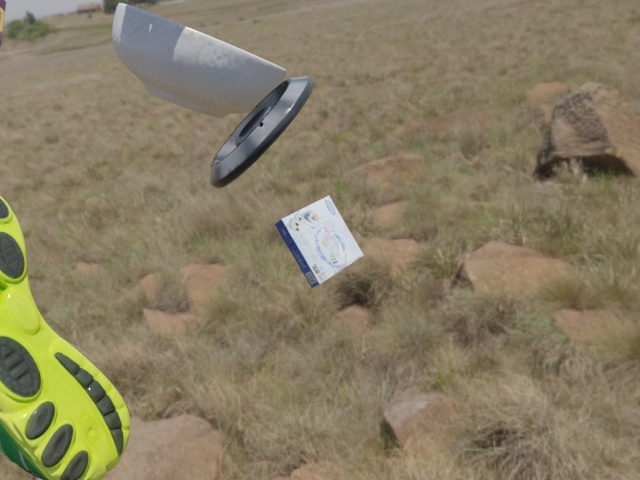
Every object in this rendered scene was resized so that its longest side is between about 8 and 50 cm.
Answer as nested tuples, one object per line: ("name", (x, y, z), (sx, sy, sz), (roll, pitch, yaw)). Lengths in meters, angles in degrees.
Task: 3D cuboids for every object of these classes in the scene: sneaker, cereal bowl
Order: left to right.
("sneaker", (-0.272, 0.075, 0.475), (0.124, 0.295, 0.109), (-25, 6, 35))
("cereal bowl", (-0.248, -0.335, 1.184), (0.339, 0.141, 0.339), (20, 11, -4))

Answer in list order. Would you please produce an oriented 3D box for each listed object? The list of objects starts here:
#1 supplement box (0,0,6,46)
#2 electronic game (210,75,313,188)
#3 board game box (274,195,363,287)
("supplement box", (-0.275, -0.178, 0.430), (0.043, 0.083, 0.054), (-18, 61, 10))
("electronic game", (-0.096, -0.173, 0.953), (0.229, 0.048, 0.229), (-42, 21, 20))
("board game box", (0.000, 0.000, 0.737), (0.090, 0.090, 0.020), (-29, -1, -42))
